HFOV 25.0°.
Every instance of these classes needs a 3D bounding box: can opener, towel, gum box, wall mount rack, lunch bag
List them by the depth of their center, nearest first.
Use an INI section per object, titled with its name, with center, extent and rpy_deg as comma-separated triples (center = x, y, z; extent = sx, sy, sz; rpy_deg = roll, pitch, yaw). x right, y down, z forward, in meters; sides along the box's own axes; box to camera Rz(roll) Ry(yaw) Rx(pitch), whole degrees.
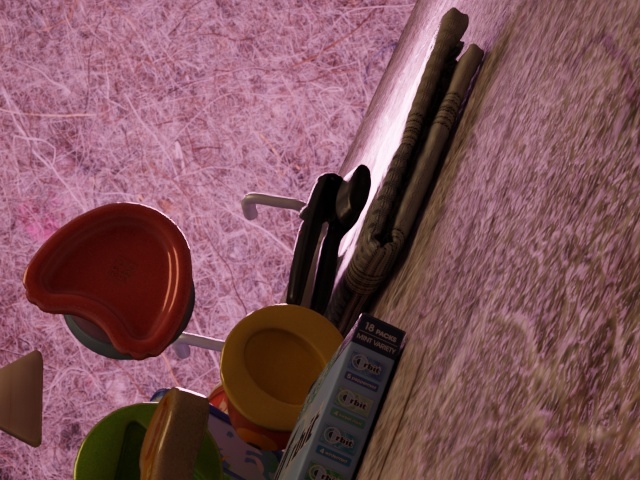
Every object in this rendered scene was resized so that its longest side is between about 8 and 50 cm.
[gum box]
center = -0.002, 0.169, 1.110
extent = 0.157, 0.041, 0.184
rpy_deg = 119, 174, -58
[can opener]
center = 0.000, 0.000, 1.430
extent = 0.073, 0.059, 0.186
rpy_deg = 114, 178, -53
[lunch bag]
center = -0.141, 0.271, 1.510
extent = 0.219, 0.176, 0.090
rpy_deg = -61, 0, 37
[towel]
center = 0.079, -0.047, 1.537
extent = 0.312, 0.056, 0.324
rpy_deg = 114, 177, -60
[wall mount rack]
center = -0.048, 0.118, 1.697
extent = 0.350, 0.130, 0.304
rpy_deg = -66, -29, -30

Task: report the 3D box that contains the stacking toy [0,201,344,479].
[stacking toy]
center = -0.159, 0.140, 1.354
extent = 0.279, 0.309, 0.130
rpy_deg = -50, -11, -21

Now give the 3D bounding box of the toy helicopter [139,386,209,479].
[toy helicopter]
center = -0.139, 0.271, 1.140
extent = 0.355, 0.140, 0.235
rpy_deg = -84, 19, -47

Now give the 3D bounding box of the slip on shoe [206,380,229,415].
[slip on shoe]
center = -0.163, 0.319, 2.155
extent = 0.331, 0.123, 0.101
rpy_deg = -56, 13, 45
